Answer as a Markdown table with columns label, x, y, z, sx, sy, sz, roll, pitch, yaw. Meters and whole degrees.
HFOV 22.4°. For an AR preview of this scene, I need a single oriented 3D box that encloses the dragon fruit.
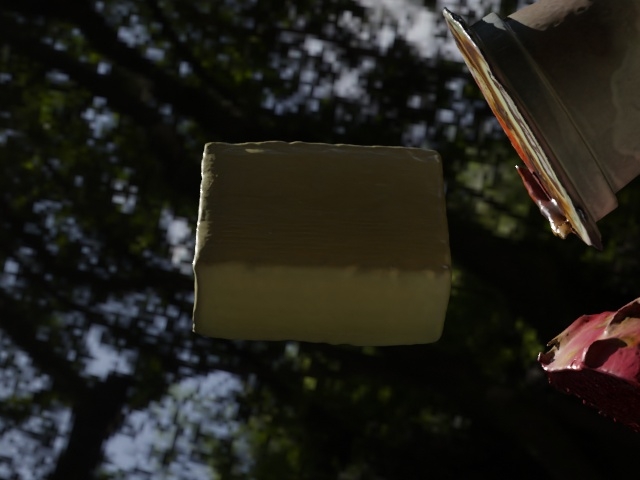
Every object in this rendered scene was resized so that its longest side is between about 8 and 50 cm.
| label | x | y | z | sx | sy | sz | roll | pitch | yaw |
| --- | --- | --- | --- | --- | --- | --- | --- | --- | --- |
| dragon fruit | 0.289 | 0.098 | 1.110 | 0.126 | 0.274 | 0.161 | -58 | -24 | -6 |

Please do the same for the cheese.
| label | x | y | z | sx | sy | sz | roll | pitch | yaw |
| --- | --- | --- | --- | --- | --- | --- | --- | --- | --- |
| cheese | 0.000 | 0.000 | 1.747 | 0.242 | 0.265 | 0.124 | -89 | 3 | -48 |

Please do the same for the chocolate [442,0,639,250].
| label | x | y | z | sx | sy | sz | roll | pitch | yaw |
| --- | --- | --- | --- | --- | --- | --- | --- | --- | --- |
| chocolate | 0.195 | -0.112 | 1.164 | 0.147 | 0.221 | 0.221 | -31 | -34 | -1 |
